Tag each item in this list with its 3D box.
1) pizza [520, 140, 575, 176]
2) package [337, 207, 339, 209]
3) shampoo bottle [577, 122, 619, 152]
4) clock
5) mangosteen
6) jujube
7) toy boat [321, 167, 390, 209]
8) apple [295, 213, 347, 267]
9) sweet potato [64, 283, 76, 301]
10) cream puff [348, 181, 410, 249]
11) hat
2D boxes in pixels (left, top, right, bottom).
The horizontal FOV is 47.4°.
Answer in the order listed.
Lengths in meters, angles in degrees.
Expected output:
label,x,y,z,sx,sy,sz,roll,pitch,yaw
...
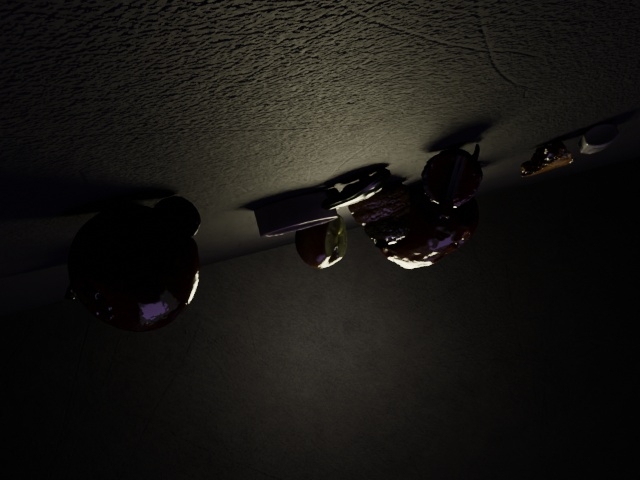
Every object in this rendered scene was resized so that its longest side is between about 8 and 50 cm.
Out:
label,x,y,z,sx,sy,sz,roll,pitch,yaw
pizza,0.631,-0.235,1.993,0.154,0.069,0.194,-14,171,-3
package,-0.036,-0.078,2.020,0.171,0.027,0.173,-16,174,3
shampoo bottle,0.732,-0.268,1.928,0.086,0.055,0.227,-17,177,16
clock,-0.059,-0.064,1.772,0.197,0.068,0.197,-14,177,-1
mangosteen,-0.286,0.024,1.203,0.215,0.215,0.257,-17,-153,45
jujube,0.334,-0.051,2.373,0.276,0.276,0.377,-13,165,-37
toy boat,0.083,-0.115,1.636,0.104,0.052,0.210,-32,-173,-34
apple,0.000,0.000,2.334,0.160,0.173,0.195,-19,172,29
sweet potato,-0.488,0.076,1.834,0.423,0.130,0.130,-10,180,32
cream puff,0.171,-0.061,2.004,0.183,0.168,0.183,-14,179,0
hat,0.291,-0.141,1.615,0.129,0.140,0.227,-5,-168,10
